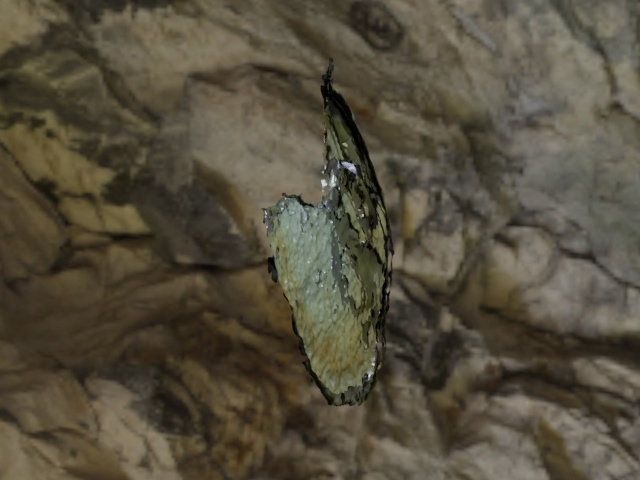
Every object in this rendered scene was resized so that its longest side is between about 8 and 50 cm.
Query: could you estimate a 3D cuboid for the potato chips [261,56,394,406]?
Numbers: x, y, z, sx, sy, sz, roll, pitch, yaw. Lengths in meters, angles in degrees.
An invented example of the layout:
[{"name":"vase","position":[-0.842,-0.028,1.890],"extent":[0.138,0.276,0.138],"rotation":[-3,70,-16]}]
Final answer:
[{"name":"potato chips","position":[0.004,0.000,0.759],"extent":[0.220,0.029,0.202],"rotation":[100,156,-43]}]
